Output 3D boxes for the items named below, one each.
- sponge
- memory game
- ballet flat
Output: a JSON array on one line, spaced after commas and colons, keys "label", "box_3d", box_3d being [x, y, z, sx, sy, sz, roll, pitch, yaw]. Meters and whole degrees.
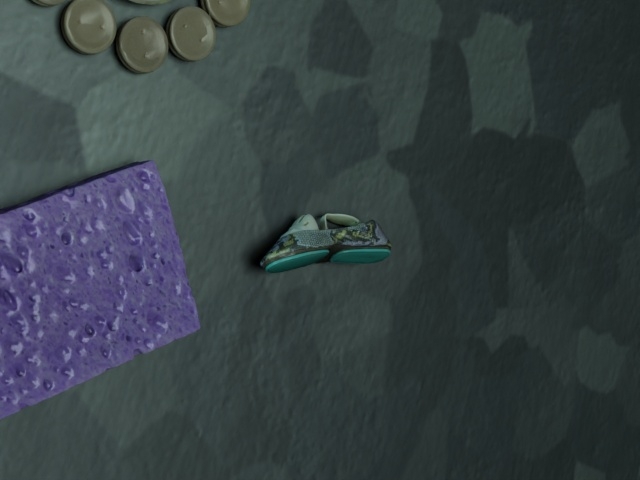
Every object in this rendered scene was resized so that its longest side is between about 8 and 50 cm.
[{"label": "sponge", "box_3d": [-0.176, 0.037, 0.733, 0.210, 0.031, 0.117, -23, 106, -35]}, {"label": "memory game", "box_3d": [-0.117, -0.200, 0.782, 0.186, 0.012, 0.186, -2, 93, -38]}, {"label": "ballet flat", "box_3d": [0.000, 0.000, 0.873, 0.114, 0.041, 0.041, -5, 95, -39]}]
